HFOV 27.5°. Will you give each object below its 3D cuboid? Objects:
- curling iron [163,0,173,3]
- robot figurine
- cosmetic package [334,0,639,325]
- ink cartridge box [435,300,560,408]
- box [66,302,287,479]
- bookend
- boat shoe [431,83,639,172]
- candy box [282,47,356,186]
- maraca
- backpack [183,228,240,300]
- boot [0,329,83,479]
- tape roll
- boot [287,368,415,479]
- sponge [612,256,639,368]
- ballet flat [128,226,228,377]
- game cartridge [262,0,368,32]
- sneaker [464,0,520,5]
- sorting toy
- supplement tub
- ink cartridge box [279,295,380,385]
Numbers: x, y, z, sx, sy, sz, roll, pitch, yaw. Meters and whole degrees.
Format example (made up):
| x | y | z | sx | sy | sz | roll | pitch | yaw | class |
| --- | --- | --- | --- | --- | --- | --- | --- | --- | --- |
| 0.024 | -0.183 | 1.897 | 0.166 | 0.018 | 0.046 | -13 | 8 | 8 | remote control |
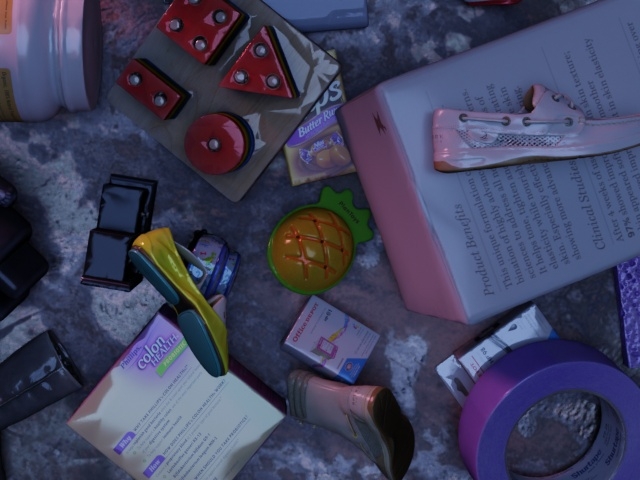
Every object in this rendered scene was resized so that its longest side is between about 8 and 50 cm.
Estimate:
| x | y | z | sx | sy | sz | roll | pitch | yaw | class |
| --- | --- | --- | --- | --- | --- | --- | --- | --- | --- |
| -0.201 | -0.485 | 1.926 | 0.068 | 0.035 | 0.274 | 11 | 93 | -2 | curling iron |
| -0.529 | -0.012 | 1.885 | 0.278 | 0.173 | 0.209 | 41 | 81 | -4 | robot figurine |
| 0.276 | -0.112 | 1.795 | 0.393 | 0.327 | 0.329 | -21 | 94 | -9 | cosmetic package |
| 0.275 | 0.184 | 1.970 | 0.180 | 0.060 | 0.104 | -36 | 95 | 1 | ink cartridge box |
| -0.209 | 0.254 | 1.936 | 0.243 | 0.117 | 0.213 | 39 | 92 | -4 | box |
| -0.290 | -0.014 | 1.896 | 0.072 | 0.156 | 0.157 | 9 | 93 | -2 | bookend |
| 0.271 | -0.142 | 1.579 | 0.277 | 0.098 | 0.096 | -7 | 93 | -7 | boat shoe |
| -0.011 | -0.182 | 1.944 | 0.109 | 0.053 | 0.187 | -13 | 93 | 0 | candy box |
| 0.000 | 0.000 | 1.937 | 0.127 | 0.099 | 0.186 | 47 | 66 | -6 | maraca |
| -0.165 | 0.044 | 1.923 | 0.084 | 0.114 | 0.105 | 21 | 92 | -3 | backpack |
| -0.448 | 0.261 | 1.960 | 0.208 | 0.076 | 0.190 | -28 | 96 | -6 | boot |
| 0.346 | 0.288 | 1.927 | 0.274 | 0.090 | 0.275 | -3 | 108 | -11 | tape roll |
| 0.045 | 0.275 | 1.955 | 0.165 | 0.213 | 0.077 | 11 | 54 | 29 | boot |
| 0.508 | 0.081 | 1.984 | 0.117 | 0.031 | 0.210 | -8 | 94 | -1 | sponge |
| -0.178 | 0.081 | 1.837 | 0.077 | 0.077 | 0.231 | -38 | 100 | -30 | ballet flat |
| -0.038 | -0.454 | 1.925 | 0.198 | 0.062 | 0.297 | -6 | 94 | -5 | game cartridge |
| 0.288 | -0.428 | 1.930 | 0.221 | 0.087 | 0.128 | -34 | 103 | 13 | sneaker |
| -0.149 | -0.228 | 1.882 | 0.255 | 0.089 | 0.257 | 39 | 102 | 4 | sorting toy |
| -0.476 | -0.280 | 1.837 | 0.316 | 0.228 | 0.228 | 1 | 94 | -2 | supplement tub |
| 0.013 | 0.151 | 1.956 | 0.122 | 0.052 | 0.088 | 31 | 74 | -2 | ink cartridge box |
